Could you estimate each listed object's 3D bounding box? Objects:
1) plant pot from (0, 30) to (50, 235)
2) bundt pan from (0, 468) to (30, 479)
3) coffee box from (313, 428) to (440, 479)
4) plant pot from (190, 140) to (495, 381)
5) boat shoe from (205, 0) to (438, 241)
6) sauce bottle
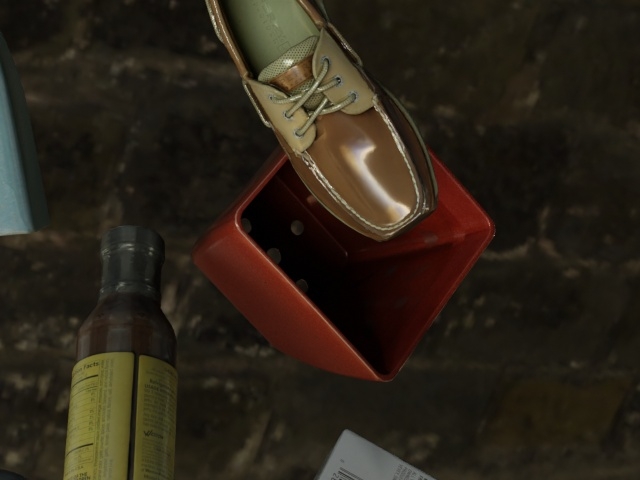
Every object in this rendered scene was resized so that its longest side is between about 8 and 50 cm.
[{"bbox_3d":[-0.385,-0.123,1.201,0.247,0.252,0.247,-5,3,-8],"label":"plant pot"},{"bbox_3d":[-0.258,0.247,0.800,0.331,0.124,0.331,31,39,-28],"label":"bundt pan"},{"bbox_3d":[0.103,0.296,1.021,0.297,0.168,0.119,29,47,3],"label":"coffee box"},{"bbox_3d":[0.000,0.000,1.630,0.267,0.235,0.267,48,60,-16],"label":"plant pot"},{"bbox_3d":[-0.015,-0.142,1.221,0.324,0.122,0.120,56,13,12],"label":"boat shoe"},{"bbox_3d":[-0.198,0.149,1.358,0.111,0.111,0.344,11,58,-18],"label":"sauce bottle"}]
